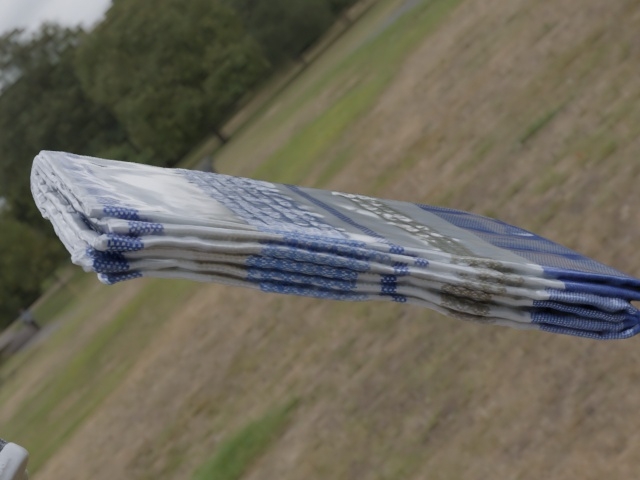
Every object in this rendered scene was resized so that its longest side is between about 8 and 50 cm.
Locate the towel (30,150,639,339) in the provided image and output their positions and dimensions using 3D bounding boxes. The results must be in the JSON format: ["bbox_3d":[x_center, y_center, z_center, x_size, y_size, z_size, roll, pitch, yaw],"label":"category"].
[{"bbox_3d":[0.000,0.000,0.772,0.209,0.285,0.034,-146,65,-68],"label":"towel"}]

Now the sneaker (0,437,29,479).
[{"bbox_3d":[-0.283,0.172,1.118,0.079,0.121,0.217,-63,3,-29],"label":"sneaker"}]
